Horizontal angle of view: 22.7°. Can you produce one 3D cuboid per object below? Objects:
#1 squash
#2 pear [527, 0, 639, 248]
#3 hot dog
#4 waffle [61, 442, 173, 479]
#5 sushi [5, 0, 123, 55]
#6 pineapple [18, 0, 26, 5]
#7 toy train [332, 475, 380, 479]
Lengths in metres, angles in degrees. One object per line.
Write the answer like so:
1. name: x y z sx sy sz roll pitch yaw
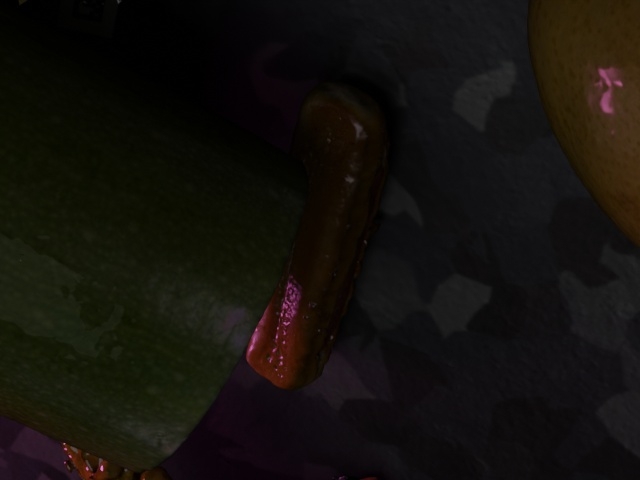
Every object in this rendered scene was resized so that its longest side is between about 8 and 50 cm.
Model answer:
1. squash: -0.231 -0.031 1.102 0.384 0.263 0.263 28 130 -15
2. pear: 0.281 -0.106 0.894 0.314 0.314 0.314 12 125 18
3. hot dog: -0.003 0.000 1.241 0.087 0.061 0.286 34 130 16
4. waffle: -0.133 0.294 1.387 0.260 0.069 0.293 40 153 39
5. sushi: -0.240 -0.223 1.139 0.215 0.050 0.192 16 105 -4
6. pineapple: -0.156 -0.317 1.062 0.209 0.344 0.286 25 177 -35
7. toy train: -0.023 0.264 1.397 0.188 0.099 0.072 -12 115 29
